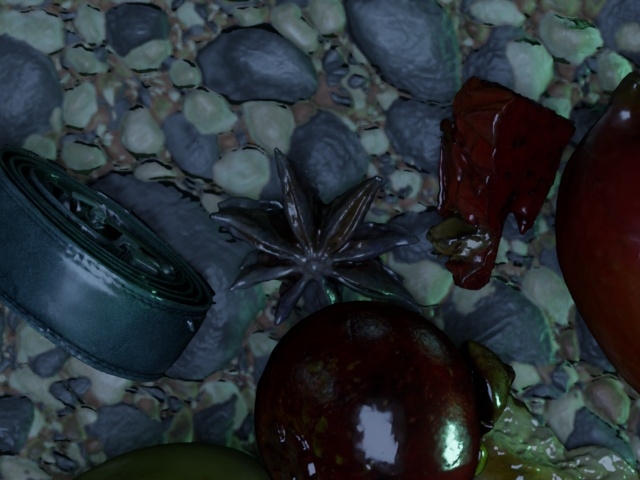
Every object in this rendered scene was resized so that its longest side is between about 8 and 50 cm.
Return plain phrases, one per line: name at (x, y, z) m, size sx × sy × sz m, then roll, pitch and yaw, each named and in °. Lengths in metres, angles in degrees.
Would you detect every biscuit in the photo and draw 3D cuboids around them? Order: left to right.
biscuit at (0.215, 0.231, 1.660) m, size 0.183 × 0.061 × 0.118 m, roll 26°, pitch 102°, yaw -1°

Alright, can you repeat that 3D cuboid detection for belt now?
belt at (-0.225, 0.018, 1.583) m, size 0.267 × 0.206 × 0.116 m, roll 38°, pitch 100°, yaw 7°

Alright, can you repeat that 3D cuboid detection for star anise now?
star anise at (0.000, 0.000, 1.630) m, size 0.204 × 0.061 × 0.181 m, roll 8°, pitch 119°, yaw 3°

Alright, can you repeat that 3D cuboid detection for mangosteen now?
mangosteen at (0.067, 0.151, 1.577) m, size 0.257 × 0.215 × 0.215 m, roll -18°, pitch 100°, yaw -38°

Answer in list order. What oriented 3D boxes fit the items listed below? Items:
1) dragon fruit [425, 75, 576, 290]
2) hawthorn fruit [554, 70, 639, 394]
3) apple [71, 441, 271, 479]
dragon fruit at (0.148, -0.050, 1.627) m, size 0.092 × 0.122 × 0.192 m, roll 23°, pitch 107°, yaw 40°
hawthorn fruit at (0.339, 0.011, 1.505) m, size 0.311 × 0.295 × 0.295 m, roll 15°, pitch 100°, yaw -17°
apple at (-0.136, 0.317, 1.602) m, size 0.279 × 0.279 × 0.279 m, roll 1°, pitch 99°, yaw 4°
